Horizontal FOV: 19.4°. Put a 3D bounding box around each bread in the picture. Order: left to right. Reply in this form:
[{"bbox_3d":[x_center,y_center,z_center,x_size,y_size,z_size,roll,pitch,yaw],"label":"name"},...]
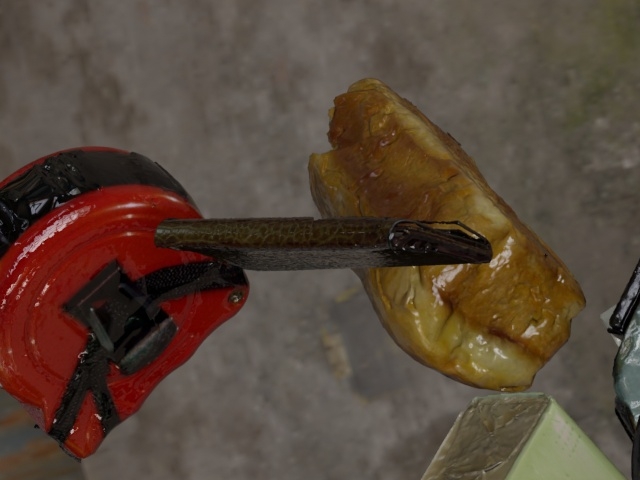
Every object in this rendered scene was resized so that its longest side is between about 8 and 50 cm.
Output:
[{"bbox_3d":[0.100,-0.002,1.717,0.149,0.195,0.344,-46,33,9],"label":"bread"}]

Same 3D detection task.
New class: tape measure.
[{"bbox_3d":[-0.205,0.047,1.632,0.253,0.260,0.114,-44,47,-2],"label":"tape measure"}]

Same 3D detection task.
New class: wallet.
[{"bbox_3d":[0.000,0.000,1.470,0.243,0.133,0.039,0,81,40],"label":"wallet"}]

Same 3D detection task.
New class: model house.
[{"bbox_3d":[0.277,0.090,1.546,0.165,0.106,0.152,-61,7,4],"label":"model house"}]

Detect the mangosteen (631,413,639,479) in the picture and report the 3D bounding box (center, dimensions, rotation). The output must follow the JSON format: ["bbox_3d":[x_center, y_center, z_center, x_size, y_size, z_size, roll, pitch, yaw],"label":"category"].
[{"bbox_3d":[0.273,0.135,1.050,0.210,0.210,0.209,17,113,46],"label":"mangosteen"}]

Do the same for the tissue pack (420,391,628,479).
[{"bbox_3d":[0.193,0.261,1.550,0.234,0.159,0.125,48,150,-21],"label":"tissue pack"}]

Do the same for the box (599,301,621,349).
[{"bbox_3d":[0.443,0.076,1.952,0.168,0.259,0.071,53,-175,-22],"label":"box"}]
